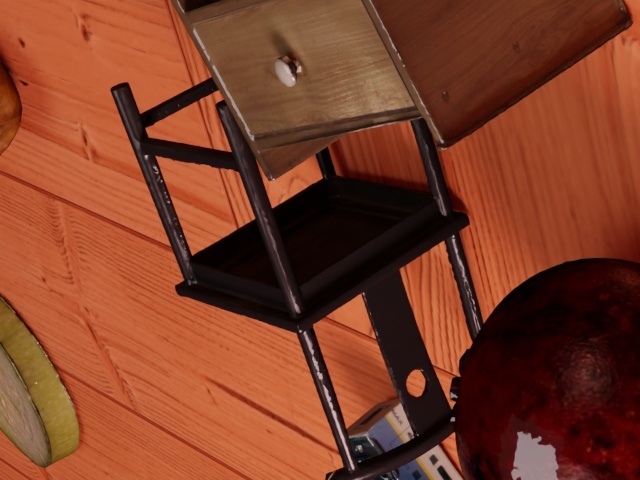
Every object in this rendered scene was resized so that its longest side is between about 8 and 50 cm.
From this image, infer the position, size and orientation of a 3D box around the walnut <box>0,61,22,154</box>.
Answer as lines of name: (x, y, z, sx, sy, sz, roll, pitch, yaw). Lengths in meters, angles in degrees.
walnut: (-0.325, -0.124, 1.491, 0.207, 0.115, 0.116, 24, 139, 55)

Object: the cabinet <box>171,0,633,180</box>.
cabinet: (0.014, -0.158, 0.879, 0.175, 0.148, 0.215, -5, 117, 58)

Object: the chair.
chair: (0.000, 0.000, 1.072, 0.141, 0.154, 0.260, 15, 129, 52)

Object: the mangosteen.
mangosteen: (0.167, 0.096, 0.908, 0.200, 0.200, 0.200, 38, 147, 30)

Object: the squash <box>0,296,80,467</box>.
squash: (-0.335, 0.142, 1.857, 0.219, 0.041, 0.219, 43, 150, 32)

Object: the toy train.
toy train: (0.100, 0.223, 1.252, 0.234, 0.051, 0.052, 55, 152, -6)
